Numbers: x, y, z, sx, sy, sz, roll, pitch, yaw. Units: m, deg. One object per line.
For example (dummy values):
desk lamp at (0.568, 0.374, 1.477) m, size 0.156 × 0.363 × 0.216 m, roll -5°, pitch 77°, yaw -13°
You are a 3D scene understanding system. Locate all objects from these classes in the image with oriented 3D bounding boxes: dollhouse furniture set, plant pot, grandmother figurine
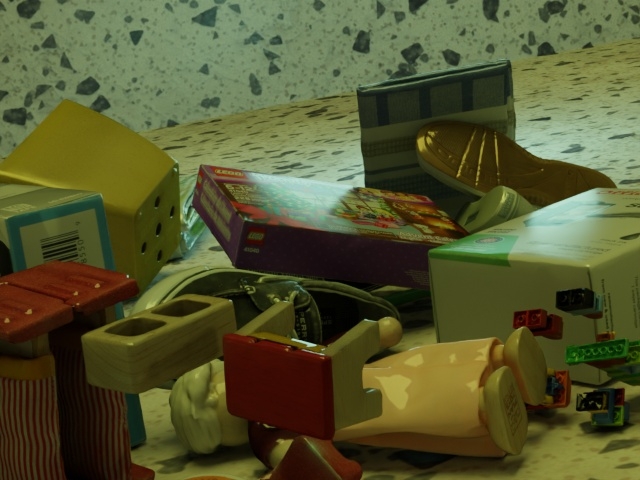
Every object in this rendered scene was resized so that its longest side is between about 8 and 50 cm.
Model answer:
dollhouse furniture set at (-0.138, 0.150, 1.208) m, size 0.374 × 0.201 × 0.152 m, roll 10°, pitch 21°, yaw 39°
plant pot at (-0.301, -0.035, 2.051) m, size 0.187 × 0.212 × 0.212 m, roll 14°, pitch 38°, yaw 15°
grandmother figurine at (0.014, 0.144, 1.334) m, size 0.342 × 0.104 × 0.208 m, roll -5°, pitch 19°, yaw 28°

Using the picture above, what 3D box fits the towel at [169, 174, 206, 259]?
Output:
towel at (-0.352, -0.027, 2.363) m, size 0.374 × 0.090 × 0.320 m, roll -8°, pitch 12°, yaw 8°

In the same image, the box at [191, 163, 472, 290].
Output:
box at (0.019, -0.013, 1.714) m, size 0.293 × 0.057 × 0.201 m, roll 7°, pitch 17°, yaw -21°

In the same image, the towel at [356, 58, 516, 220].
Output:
towel at (0.157, -0.110, 2.001) m, size 0.209 × 0.285 × 0.034 m, roll -11°, pitch 44°, yaw -2°

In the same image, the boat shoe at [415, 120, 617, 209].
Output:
boat shoe at (0.241, -0.067, 1.958) m, size 0.277 × 0.098 × 0.096 m, roll 21°, pitch -29°, yaw -8°

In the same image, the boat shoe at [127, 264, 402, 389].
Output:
boat shoe at (-0.046, 0.078, 1.514) m, size 0.119 × 0.121 × 0.335 m, roll -3°, pitch 3°, yaw 40°

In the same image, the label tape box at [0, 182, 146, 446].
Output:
label tape box at (-0.329, 0.073, 1.526) m, size 0.115 × 0.249 × 0.347 m, roll -19°, pitch 16°, yaw -39°

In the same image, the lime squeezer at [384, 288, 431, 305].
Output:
lime squeezer at (0.230, 0.025, 1.791) m, size 0.310 × 0.059 × 0.110 m, roll -15°, pitch 14°, yaw -21°

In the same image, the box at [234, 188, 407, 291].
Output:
box at (0.000, 0.000, 1.945) m, size 0.153 × 0.108 × 0.207 m, roll -18°, pitch 15°, yaw -32°

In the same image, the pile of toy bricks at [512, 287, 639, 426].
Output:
pile of toy bricks at (0.269, 0.109, 1.330) m, size 0.212 × 0.118 × 0.105 m, roll -9°, pitch -23°, yaw 43°

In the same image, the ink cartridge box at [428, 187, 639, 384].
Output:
ink cartridge box at (0.284, 0.036, 1.553) m, size 0.289 × 0.122 × 0.211 m, roll -20°, pitch 17°, yaw -41°

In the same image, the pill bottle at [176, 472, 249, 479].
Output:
pill bottle at (-0.087, 0.235, 0.931) m, size 0.121 × 0.121 × 0.216 m, roll -6°, pitch 12°, yaw 12°

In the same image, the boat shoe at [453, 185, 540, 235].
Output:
boat shoe at (0.213, -0.006, 1.887) m, size 0.081 × 0.079 × 0.227 m, roll 29°, pitch -16°, yaw -7°
